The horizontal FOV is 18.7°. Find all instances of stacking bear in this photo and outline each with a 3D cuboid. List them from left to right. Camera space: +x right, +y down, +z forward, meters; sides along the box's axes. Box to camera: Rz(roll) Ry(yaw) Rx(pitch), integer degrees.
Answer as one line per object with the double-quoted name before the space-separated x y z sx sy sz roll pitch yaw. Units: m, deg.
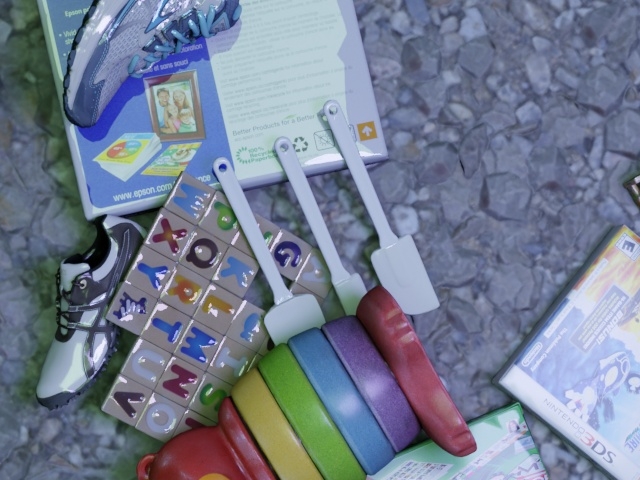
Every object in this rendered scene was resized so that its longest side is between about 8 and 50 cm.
"stacking bear" -0.028 0.182 1.827 0.289 0.164 0.175 -31 107 -3

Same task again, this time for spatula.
"spatula" 0.000 0.000 1.878 0.168 0.019 0.242 -26 110 -5

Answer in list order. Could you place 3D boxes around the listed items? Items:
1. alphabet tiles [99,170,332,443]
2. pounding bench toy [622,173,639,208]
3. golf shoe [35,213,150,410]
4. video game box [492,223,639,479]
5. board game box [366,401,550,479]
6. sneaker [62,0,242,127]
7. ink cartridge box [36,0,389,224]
"alphabet tiles" -0.109 0.082 1.871 0.198 0.009 0.237 30 83 -26
"pounding bench toy" 0.345 -0.044 1.914 0.052 0.083 0.065 -29 88 -6
"golf shoe" -0.230 0.064 1.856 0.094 0.077 0.198 38 76 -33
"video game box" 0.305 0.120 1.919 0.187 0.048 0.205 39 84 -3
"board game box" 0.088 0.316 1.889 0.317 0.046 0.214 -22 87 -5
"sneaker" -0.141 -0.220 1.819 0.122 0.110 0.283 30 85 -3
"ink cartridge box" -0.113 -0.196 1.904 0.303 0.072 0.307 -12 85 -4
